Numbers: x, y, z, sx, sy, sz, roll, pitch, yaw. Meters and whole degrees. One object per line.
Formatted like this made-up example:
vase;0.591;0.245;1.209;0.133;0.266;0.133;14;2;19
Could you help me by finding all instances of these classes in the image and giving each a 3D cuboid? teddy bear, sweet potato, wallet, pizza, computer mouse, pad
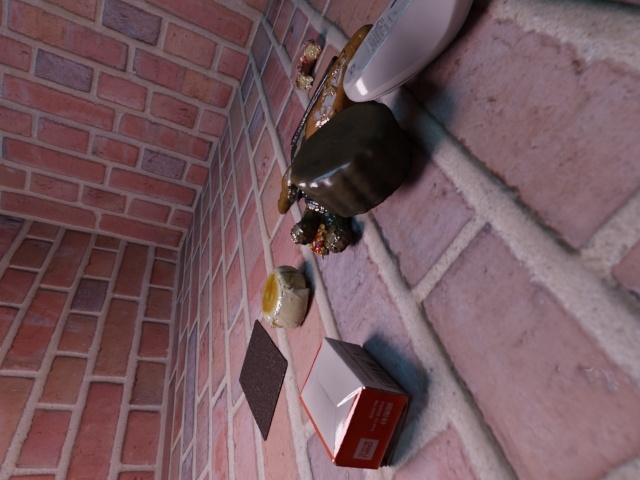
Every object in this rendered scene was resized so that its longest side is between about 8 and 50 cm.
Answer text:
teddy bear;0.007;-0.091;0.922;0.129;0.181;0.252;57;-141;-74
sweet potato;0.044;-0.361;1.015;0.106;0.095;0.355;-82;18;-57
wallet;-0.018;-0.374;1.210;0.321;0.044;0.171;-50;37;43
pizza;0.000;-0.013;0.997;0.100;0.029;0.099;32;105;64
computer mouse;0.164;-0.368;0.723;0.297;0.121;0.184;-53;23;26
pad;-0.176;0.387;1.178;0.330;0.004;0.220;25;100;65
sweet potato;-0.085;-0.155;1.200;0.269;0.074;0.075;120;152;-47

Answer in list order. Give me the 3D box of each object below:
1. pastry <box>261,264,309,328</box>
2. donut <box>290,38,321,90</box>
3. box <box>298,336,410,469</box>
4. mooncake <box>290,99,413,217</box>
pastry;-0.093;0.147;1.038;0.166;0.088;0.166;-36;49;56
donut;-0.054;-0.595;1.377;0.166;0.065;0.117;-67;28;14
box;0.051;0.261;0.667;0.182;0.099;0.133;28;99;66
mooncake;0.061;-0.152;0.769;0.228;0.124;0.228;-28;37;24
